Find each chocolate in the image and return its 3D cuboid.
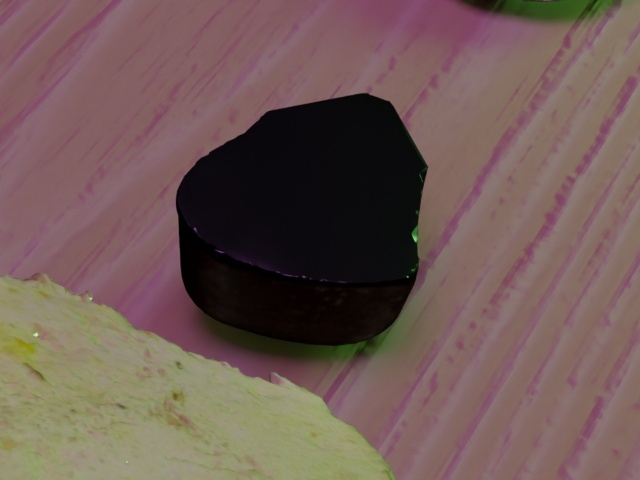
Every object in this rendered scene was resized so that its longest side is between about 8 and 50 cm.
[{"bbox_3d":[0.000,0.000,0.981,0.125,0.080,0.149,38,52,18],"label":"chocolate"}]

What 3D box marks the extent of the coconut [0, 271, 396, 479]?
[{"bbox_3d":[-0.127,0.189,0.675,0.297,0.309,0.297,24,19,-9],"label":"coconut"}]
